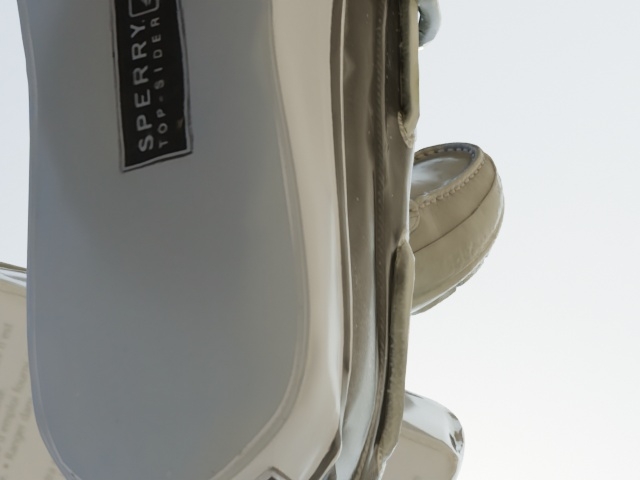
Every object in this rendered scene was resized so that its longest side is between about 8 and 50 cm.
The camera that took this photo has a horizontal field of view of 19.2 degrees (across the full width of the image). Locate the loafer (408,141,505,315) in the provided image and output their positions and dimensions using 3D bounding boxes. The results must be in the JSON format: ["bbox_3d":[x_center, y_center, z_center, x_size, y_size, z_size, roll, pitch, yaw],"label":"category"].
[{"bbox_3d":[0.000,0.000,1.016,0.319,0.112,0.111,-35,-69,-52],"label":"loafer"}]

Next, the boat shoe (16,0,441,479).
[{"bbox_3d":[-0.017,-0.061,0.546,0.105,0.113,0.306,37,-138,-59],"label":"boat shoe"}]

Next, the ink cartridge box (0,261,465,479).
[{"bbox_3d":[-0.172,0.152,0.781,0.385,0.308,0.091,21,-173,1],"label":"ink cartridge box"}]

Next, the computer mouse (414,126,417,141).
[{"bbox_3d":[-0.033,-0.125,1.378,0.272,0.188,0.072,10,-79,-39],"label":"computer mouse"}]
